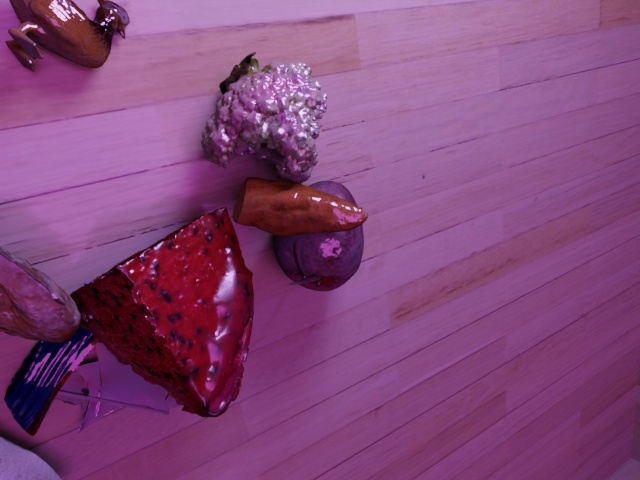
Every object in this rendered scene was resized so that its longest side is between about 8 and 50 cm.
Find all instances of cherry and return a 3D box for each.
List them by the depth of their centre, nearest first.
[{"bbox_3d":[0.000,0.000,0.903,0.183,0.213,0.266,18,67,2],"label":"cherry"}]

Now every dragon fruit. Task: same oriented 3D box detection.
[{"bbox_3d":[-0.251,0.139,0.722,0.302,0.240,0.330,-27,80,9],"label":"dragon fruit"}]

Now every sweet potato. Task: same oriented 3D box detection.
[{"bbox_3d":[-0.044,-0.052,0.766,0.097,0.251,0.097,9,90,-75],"label":"sweet potato"}]

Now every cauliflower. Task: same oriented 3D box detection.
[{"bbox_3d":[-0.075,-0.194,0.832,0.315,0.238,0.256,58,45,-45],"label":"cauliflower"}]

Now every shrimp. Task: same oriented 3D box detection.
[{"bbox_3d":[-0.507,0.012,0.593,0.446,0.221,0.110,60,36,-39],"label":"shrimp"}]

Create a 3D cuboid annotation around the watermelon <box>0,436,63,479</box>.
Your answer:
[{"bbox_3d":[-0.596,0.450,0.669,0.289,0.213,0.320,-39,130,-14],"label":"watermelon"}]

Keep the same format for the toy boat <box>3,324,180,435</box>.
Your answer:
[{"bbox_3d":[-0.393,0.252,0.824,0.318,0.072,0.219,5,103,-34],"label":"toy boat"}]

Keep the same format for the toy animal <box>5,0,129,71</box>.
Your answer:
[{"bbox_3d":[-0.393,-0.348,0.661,0.188,0.089,0.179,52,58,-29],"label":"toy animal"}]
